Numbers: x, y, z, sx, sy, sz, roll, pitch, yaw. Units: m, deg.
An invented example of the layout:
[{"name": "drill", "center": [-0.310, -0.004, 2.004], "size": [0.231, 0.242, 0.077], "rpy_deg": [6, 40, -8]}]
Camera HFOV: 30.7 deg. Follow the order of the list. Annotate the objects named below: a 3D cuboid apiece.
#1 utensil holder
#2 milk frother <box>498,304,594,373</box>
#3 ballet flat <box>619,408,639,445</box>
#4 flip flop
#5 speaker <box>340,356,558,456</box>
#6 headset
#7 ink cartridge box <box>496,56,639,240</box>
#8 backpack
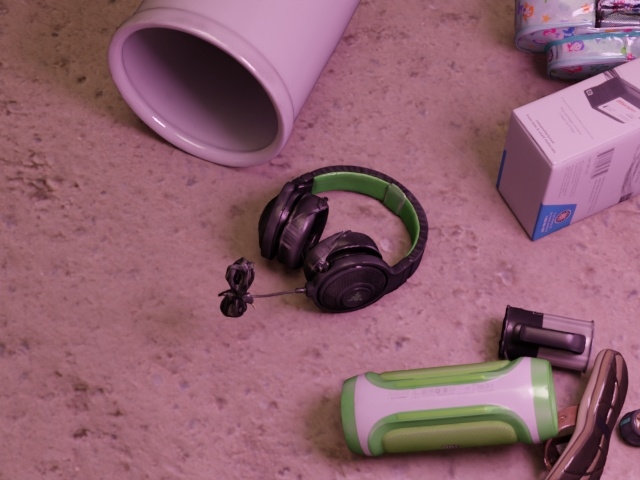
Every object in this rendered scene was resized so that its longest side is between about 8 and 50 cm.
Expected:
[{"name": "utensil holder", "center": [-0.122, -0.373, 1.963], "size": [0.327, 0.328, 0.385], "rpy_deg": [21, 60, 13]}, {"name": "milk frother", "center": [0.335, 0.183, 1.761], "size": [0.134, 0.129, 0.143], "rpy_deg": [10, 103, 7]}, {"name": "ballet flat", "center": [0.543, 0.272, 1.707], "size": [0.203, 0.074, 0.074], "rpy_deg": [1, 59, 2]}, {"name": "flip flop", "center": [0.371, 0.277, 1.696], "size": [0.080, 0.112, 0.277], "rpy_deg": [7, 58, 36]}, {"name": "speaker", "center": [0.185, 0.239, 1.669], "size": [0.296, 0.131, 0.131], "rpy_deg": [-7, 58, 14]}, {"name": "headset", "center": [0.000, 0.000, 1.814], "size": [0.394, 0.185, 0.243], "rpy_deg": [-34, 63, -31]}, {"name": "ink cartridge box", "center": [0.456, -0.157, 1.877], "size": [0.307, 0.223, 0.129], "rpy_deg": [-23, 61, -12]}, {"name": "backpack", "center": [0.458, -0.375, 2.007], "size": [0.253, 0.225, 0.191], "rpy_deg": [5, 90, 4]}]
